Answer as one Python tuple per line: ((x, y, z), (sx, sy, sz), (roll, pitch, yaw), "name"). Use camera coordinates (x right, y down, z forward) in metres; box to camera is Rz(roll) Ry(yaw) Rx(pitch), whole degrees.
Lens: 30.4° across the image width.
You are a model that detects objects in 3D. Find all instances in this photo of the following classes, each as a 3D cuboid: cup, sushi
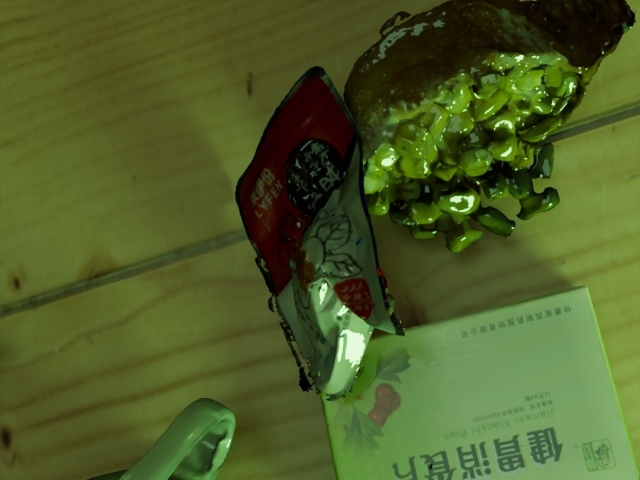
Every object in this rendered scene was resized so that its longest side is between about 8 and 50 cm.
((-0.155, 0.254, 1.020), (0.186, 0.234, 0.258), (22, 82, 16), "cup")
((0.138, -0.116, 1.076), (0.296, 0.167, 0.179), (-25, 51, 0), "sushi")

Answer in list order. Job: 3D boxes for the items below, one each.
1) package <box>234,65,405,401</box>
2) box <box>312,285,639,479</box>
((0.000, 0.000, 1.065), (0.194, 0.071, 0.269), (-45, 48, 34), "package")
((0.135, 0.158, 1.060), (0.261, 0.062, 0.175), (-14, 75, 9), "box")
